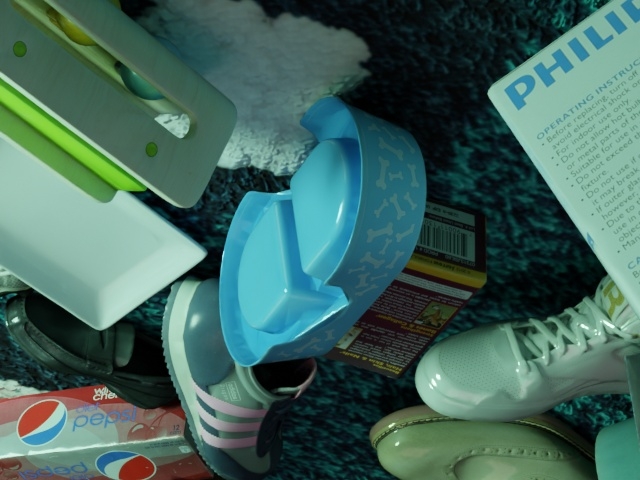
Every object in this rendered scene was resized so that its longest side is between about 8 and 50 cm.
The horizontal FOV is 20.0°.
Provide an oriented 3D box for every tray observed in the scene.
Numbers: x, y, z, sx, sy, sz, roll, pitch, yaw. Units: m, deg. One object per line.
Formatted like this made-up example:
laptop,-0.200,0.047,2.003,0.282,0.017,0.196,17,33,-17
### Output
tray,-0.244,-0.023,1.671,0.145,0.030,0.270,-34,131,21

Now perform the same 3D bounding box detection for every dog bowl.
dog bowl,0.000,0.000,1.597,0.074,0.166,0.297,8,145,-26

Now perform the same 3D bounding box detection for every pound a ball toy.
pound a ball toy,-0.243,-0.159,1.450,0.208,0.136,0.319,4,153,47

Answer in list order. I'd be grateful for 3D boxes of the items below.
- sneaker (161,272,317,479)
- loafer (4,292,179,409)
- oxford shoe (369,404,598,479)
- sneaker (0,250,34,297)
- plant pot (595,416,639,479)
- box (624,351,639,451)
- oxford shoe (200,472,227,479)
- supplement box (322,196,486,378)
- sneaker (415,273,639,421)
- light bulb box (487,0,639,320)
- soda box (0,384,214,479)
sneaker,-0.062,0.156,1.834,0.131,0.112,0.319,7,147,18
loafer,-0.219,0.103,1.828,0.078,0.076,0.223,-30,137,31
oxford shoe,0.235,0.283,1.960,0.397,0.146,0.140,18,142,-18
sneaker,-0.348,0.036,1.752,0.170,0.063,0.075,-8,136,8
plant pot,0.450,0.268,1.819,0.235,0.293,0.293,-31,133,21
box,0.429,0.165,1.625,0.270,0.165,0.143,-17,151,22
oxford shoe,-0.190,0.273,2.050,0.227,0.083,0.096,-11,151,26
supplement box,0.069,0.042,1.704,0.104,0.081,0.188,17,142,-17
sneaker,0.238,0.076,1.694,0.292,0.108,0.169,-8,145,-19
light bulb box,0.351,0.024,1.371,0.225,0.361,0.358,-35,134,7
soda box,-0.246,0.215,1.970,0.263,0.083,0.092,-8,141,17
